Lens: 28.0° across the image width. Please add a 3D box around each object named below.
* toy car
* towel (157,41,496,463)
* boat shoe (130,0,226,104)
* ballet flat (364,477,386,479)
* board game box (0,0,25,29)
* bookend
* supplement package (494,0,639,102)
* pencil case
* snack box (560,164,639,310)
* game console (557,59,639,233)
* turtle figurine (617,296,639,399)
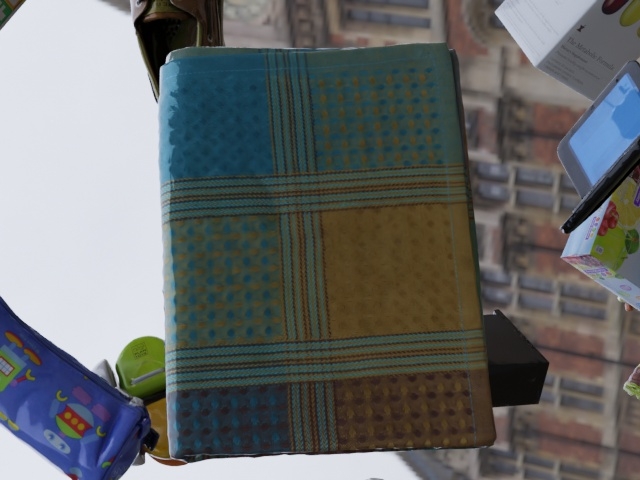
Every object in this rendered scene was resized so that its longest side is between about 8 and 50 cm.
[{"bbox_3d":[-0.214,0.220,1.734,0.136,0.159,0.182,72,174,-65],"label":"toy car"},{"bbox_3d":[0.000,0.000,1.087,0.040,0.271,0.370,103,165,-66],"label":"towel"},{"bbox_3d":[-0.173,-0.284,1.550,0.104,0.110,0.307,-47,-55,-71],"label":"boat shoe"},{"bbox_3d":[0.066,0.344,1.648,0.203,0.074,0.074,87,-158,-63],"label":"ballet flat"},{"bbox_3d":[-0.276,-0.188,0.898,0.103,0.154,0.026,-54,-26,-12],"label":"board game box"},{"bbox_3d":[0.220,0.170,1.855,0.157,0.156,0.072,-1,-63,-23],"label":"bookend"},{"bbox_3d":[0.374,-0.328,1.674,0.139,0.134,0.244,21,-59,-38],"label":"supplement package"},{"bbox_3d":[-0.340,0.177,1.548,0.133,0.306,0.119,-53,-4,3],"label":"pencil case"},{"bbox_3d":[0.462,-0.002,1.821,0.207,0.070,0.174,32,-109,-22],"label":"snack box"},{"bbox_3d":[0.242,-0.081,1.115,0.107,0.071,0.122,-33,-17,-49],"label":"game console"},{"bbox_3d":[0.558,0.153,1.938,0.217,0.269,0.087,-64,4,-21],"label":"turtle figurine"}]
